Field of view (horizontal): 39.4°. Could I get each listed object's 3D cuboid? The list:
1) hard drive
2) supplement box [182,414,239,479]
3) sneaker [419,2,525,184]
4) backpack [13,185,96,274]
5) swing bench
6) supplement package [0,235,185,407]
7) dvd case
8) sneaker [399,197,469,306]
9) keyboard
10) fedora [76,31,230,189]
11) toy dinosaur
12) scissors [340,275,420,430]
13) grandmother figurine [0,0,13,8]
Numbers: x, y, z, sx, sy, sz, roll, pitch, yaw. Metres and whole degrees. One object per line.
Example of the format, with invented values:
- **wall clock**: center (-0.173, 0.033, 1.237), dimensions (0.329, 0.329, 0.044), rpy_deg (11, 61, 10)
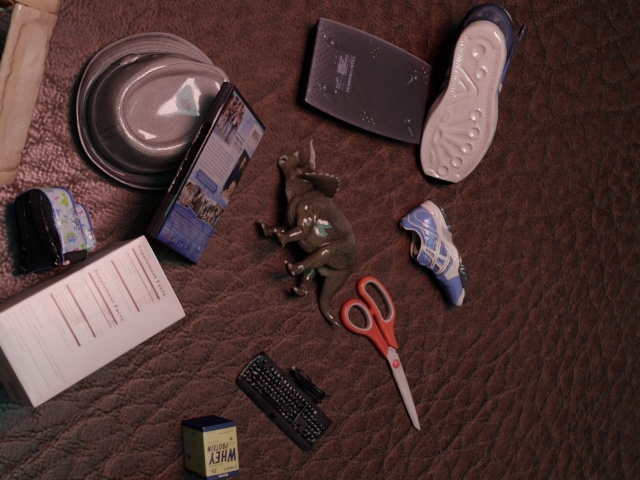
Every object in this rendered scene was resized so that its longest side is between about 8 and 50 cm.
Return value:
- **hard drive**: center (0.079, -0.278, 1.603), dimensions (0.254, 0.054, 0.172), rpy_deg (15, 79, -31)
- **supplement box**: center (-0.171, 0.320, 1.386), dimensions (0.056, 0.083, 0.083), rpy_deg (-4, 90, -32)
- **sneaker**: center (0.286, -0.287, 1.695), dimensions (0.236, 0.130, 0.323), rpy_deg (-59, 164, -59)
- **backpack**: center (-0.379, -0.019, 1.267), dimensions (0.084, 0.105, 0.114), rpy_deg (-17, 94, -55)
- **swing bench**: center (-0.474, -0.217, 1.136), dimensions (0.254, 0.165, 0.253), rpy_deg (11, 101, -31)
- **supplement package**: center (-0.341, 0.109, 1.258), dimensions (0.244, 0.139, 0.134), rpy_deg (-31, 102, -30)
- **dvd case**: center (-0.169, -0.097, 1.358), dimensions (0.022, 0.180, 0.253), rpy_deg (24, 82, 17)
- **sneaker**: center (0.214, 0.030, 1.667), dimensions (0.081, 0.080, 0.211), rpy_deg (-25, 100, -9)
- **keyboard**: center (-0.047, 0.260, 1.497), dimensions (0.192, 0.038, 0.100), rpy_deg (48, 64, -22)
- **fedora**: center (-0.229, -0.204, 1.360), dimensions (0.275, 0.124, 0.244), rpy_deg (-23, 100, -31)
- **toy dinosaur**: center (0.000, 0.000, 1.497), dimensions (0.160, 0.121, 0.314), rpy_deg (-29, 98, -17)
- **scissors**: center (0.136, 0.202, 1.626), dimensions (0.109, 0.021, 0.297), rpy_deg (-43, 107, -29)
- **grandmother figurine**: center (-0.455, -0.504, 1.252), dimensions (0.207, 0.104, 0.342), rpy_deg (10, 84, -38)
